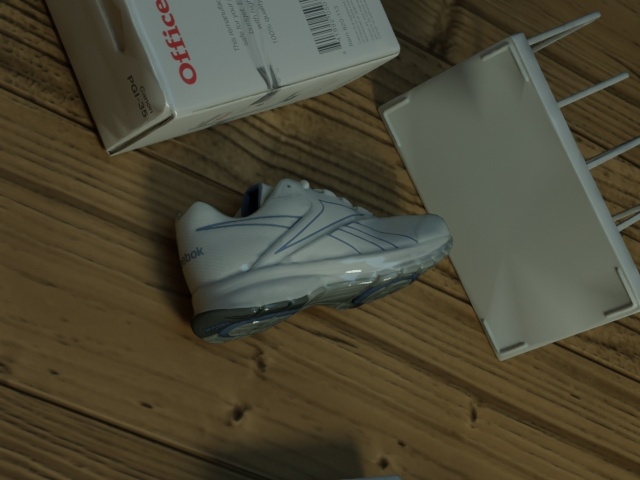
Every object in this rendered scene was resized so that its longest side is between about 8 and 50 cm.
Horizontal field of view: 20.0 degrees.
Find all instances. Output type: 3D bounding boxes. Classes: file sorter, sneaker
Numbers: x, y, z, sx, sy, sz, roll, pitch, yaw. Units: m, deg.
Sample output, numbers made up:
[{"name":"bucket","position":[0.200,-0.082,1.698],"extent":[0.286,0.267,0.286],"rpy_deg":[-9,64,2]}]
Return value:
[{"name":"file sorter","position":[0.228,-0.060,1.766],"extent":[0.173,0.193,0.277],"rpy_deg":[-27,91,-43]},{"name":"sneaker","position":[0.000,0.000,1.623],"extent":[0.297,0.111,0.129],"rpy_deg":[-10,74,-41]}]

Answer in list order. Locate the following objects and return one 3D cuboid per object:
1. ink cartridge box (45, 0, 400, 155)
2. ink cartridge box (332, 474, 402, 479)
[{"name":"ink cartridge box","position":[-0.094,-0.215,1.618],"extent":[0.283,0.117,0.207],"rpy_deg":[-20,87,-41]},{"name":"ink cartridge box","position":[0.078,0.323,1.466],"extent":[0.165,0.065,0.332],"rpy_deg":[3,33,-38]}]
